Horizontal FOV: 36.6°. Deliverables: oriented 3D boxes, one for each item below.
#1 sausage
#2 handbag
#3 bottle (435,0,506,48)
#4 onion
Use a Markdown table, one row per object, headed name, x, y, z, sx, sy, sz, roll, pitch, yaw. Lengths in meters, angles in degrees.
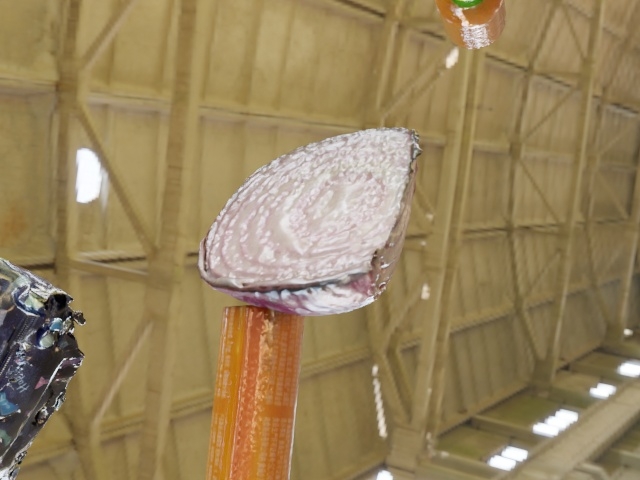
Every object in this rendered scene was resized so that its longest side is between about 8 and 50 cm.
| name | x | y | z | sx | sy | sz | roll | pitch | yaw |
| --- | --- | --- | --- | --- | --- | --- | --- | --- | --- |
| sausage | -0.075 | 0.225 | 1.025 | 0.093 | 0.093 | 0.312 | 19 | -106 | -61 |
| handbag | -0.314 | 0.126 | 0.858 | 0.260 | 0.162 | 0.113 | -57 | 2 | 20 |
| bottle | 0.142 | -0.232 | 0.918 | 0.187 | 0.069 | 0.069 | -2 | -79 | -79 |
| onion | 0.000 | 0.000 | 1.018 | 0.111 | 0.247 | 0.250 | 57 | -141 | -33 |
